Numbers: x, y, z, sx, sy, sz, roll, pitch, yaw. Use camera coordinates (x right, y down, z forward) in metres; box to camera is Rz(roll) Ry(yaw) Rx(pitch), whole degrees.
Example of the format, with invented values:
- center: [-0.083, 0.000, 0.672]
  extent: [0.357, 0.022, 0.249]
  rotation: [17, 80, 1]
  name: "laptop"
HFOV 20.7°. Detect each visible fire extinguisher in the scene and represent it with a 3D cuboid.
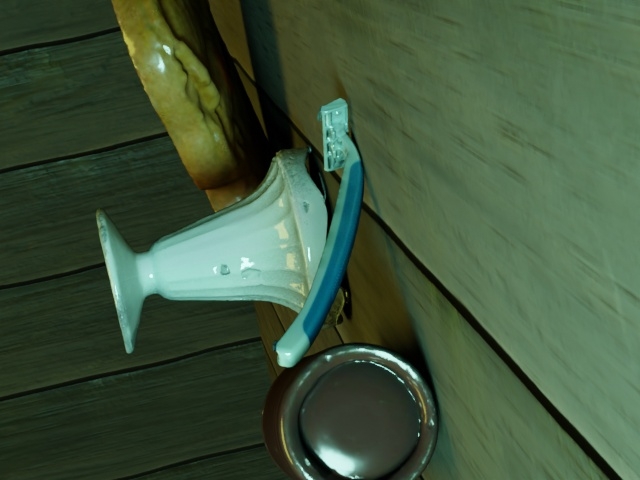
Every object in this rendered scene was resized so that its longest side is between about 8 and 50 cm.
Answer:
- center: [0.023, 0.140, 1.234]
  extent: [0.138, 0.102, 0.344]
  rotation: [42, 173, 1]
  name: "fire extinguisher"

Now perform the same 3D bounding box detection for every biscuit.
- center: [-0.129, -0.178, 1.764]
  extent: [0.349, 0.078, 0.455]
  rotation: [-111, -3, -52]
  name: "biscuit"

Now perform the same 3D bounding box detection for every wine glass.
- center: [-0.085, 0.018, 1.500]
  extent: [0.165, 0.197, 0.164]
  rotation: [165, 90, -84]
  name: "wine glass"

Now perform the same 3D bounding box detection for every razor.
- center: [0.004, 0.000, 1.145]
  extent: [0.068, 0.037, 0.191]
  rotation: [85, -166, -54]
  name: "razor"
